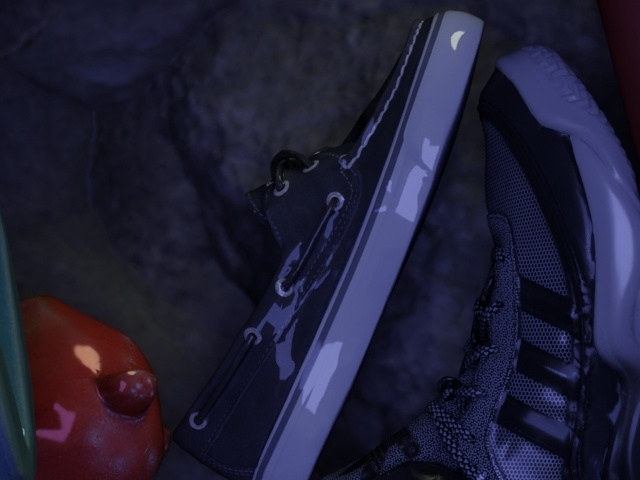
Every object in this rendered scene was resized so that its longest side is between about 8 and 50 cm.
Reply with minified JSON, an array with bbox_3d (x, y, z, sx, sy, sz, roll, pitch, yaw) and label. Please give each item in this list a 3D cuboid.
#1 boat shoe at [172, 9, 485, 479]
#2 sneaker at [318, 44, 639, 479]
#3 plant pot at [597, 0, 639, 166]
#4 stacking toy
[{"bbox_3d":[0.000,0.000,0.779,0.076,0.080,0.228,23,96,4],"label":"boat shoe"},{"bbox_3d":[0.068,0.061,0.745,0.153,0.101,0.268,-13,92,0],"label":"sneaker"},{"bbox_3d":[0.228,-0.093,0.682,0.275,0.275,0.243,-4,95,4],"label":"plant pot"},{"bbox_3d":[-0.145,-0.015,0.694,0.130,0.309,0.279,-11,76,-4],"label":"stacking toy"}]
